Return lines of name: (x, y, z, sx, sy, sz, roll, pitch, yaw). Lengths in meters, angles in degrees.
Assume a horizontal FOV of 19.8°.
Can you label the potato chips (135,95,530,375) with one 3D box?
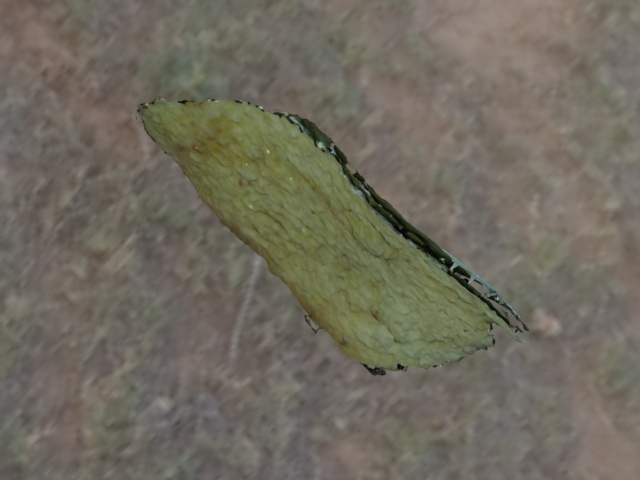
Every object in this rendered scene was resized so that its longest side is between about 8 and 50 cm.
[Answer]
potato chips: (0.000, 0.000, 0.772, 0.026, 0.209, 0.142, -41, 124, -26)
